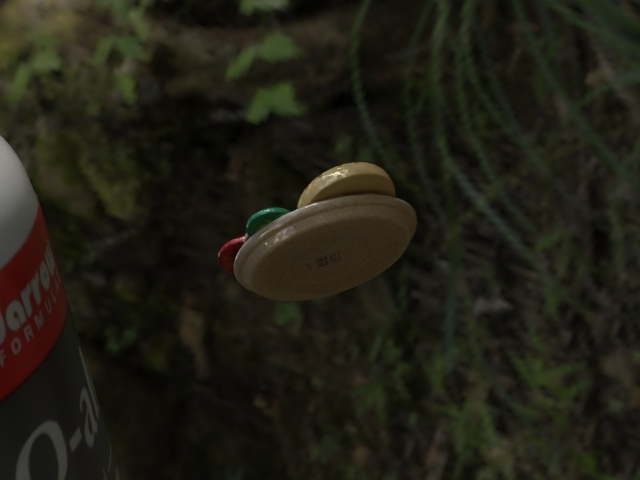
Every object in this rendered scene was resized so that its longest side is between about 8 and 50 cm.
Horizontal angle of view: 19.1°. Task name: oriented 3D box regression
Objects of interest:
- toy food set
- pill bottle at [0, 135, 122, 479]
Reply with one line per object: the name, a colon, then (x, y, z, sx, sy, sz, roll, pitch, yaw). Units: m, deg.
toy food set: (0.000, 0.000, 0.797, 0.082, 0.083, 0.020, -25, 64, 13)
pill bottle: (-0.200, 0.069, 0.785, 0.210, 0.210, 0.363, -110, 7, -65)
